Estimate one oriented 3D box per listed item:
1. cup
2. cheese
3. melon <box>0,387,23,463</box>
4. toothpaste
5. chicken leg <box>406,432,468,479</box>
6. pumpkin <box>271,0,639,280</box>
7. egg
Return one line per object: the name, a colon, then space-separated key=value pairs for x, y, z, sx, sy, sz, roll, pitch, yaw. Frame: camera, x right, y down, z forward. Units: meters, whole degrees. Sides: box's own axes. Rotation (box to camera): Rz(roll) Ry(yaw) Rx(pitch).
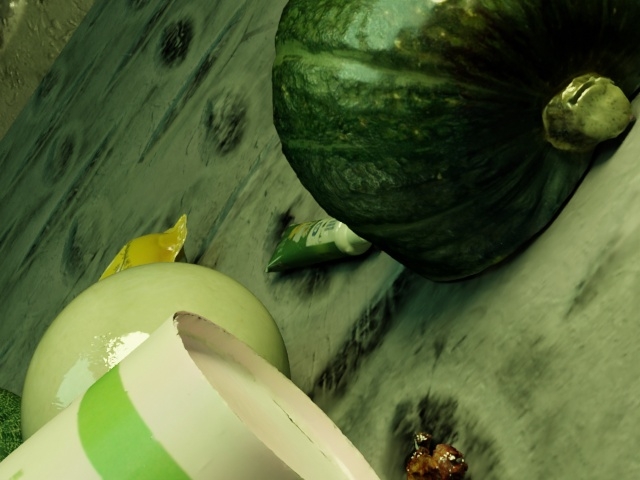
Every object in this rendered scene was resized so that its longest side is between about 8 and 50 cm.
cup: x=-0.108 y=0.200 z=1.123 sx=0.274 sy=0.253 sz=0.253 roll=-46 pitch=19 yaw=6
cheese: x=-0.200 y=0.091 z=1.796 sx=0.270 sy=0.069 sz=0.177 roll=-56 pitch=17 yaw=14
melon: x=-0.318 y=0.224 z=1.665 sx=0.287 sy=0.182 sz=0.182 roll=113 pitch=180 yaw=-61
toothpaste: x=0.000 y=0.000 z=1.488 sx=0.049 sy=0.031 sz=0.204 roll=-61 pitch=16 yaw=-14
chicken leg: x=0.065 y=0.136 z=1.100 sx=0.036 sy=0.021 sz=0.083 roll=-68 pitch=14 yaw=-2
pumpkin: x=0.083 y=-0.138 z=1.239 sx=0.293 sy=0.197 sz=0.263 roll=-60 pitch=20 yaw=-1
egg: x=-0.116 y=0.112 z=1.337 sx=0.186 sy=0.186 sz=0.253 roll=-46 pitch=8 yaw=30
